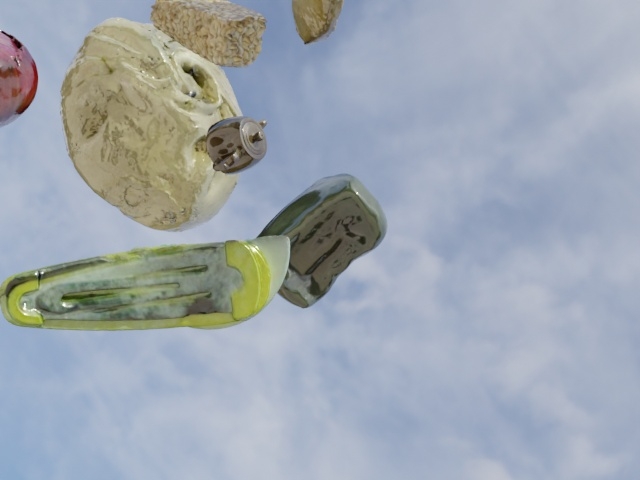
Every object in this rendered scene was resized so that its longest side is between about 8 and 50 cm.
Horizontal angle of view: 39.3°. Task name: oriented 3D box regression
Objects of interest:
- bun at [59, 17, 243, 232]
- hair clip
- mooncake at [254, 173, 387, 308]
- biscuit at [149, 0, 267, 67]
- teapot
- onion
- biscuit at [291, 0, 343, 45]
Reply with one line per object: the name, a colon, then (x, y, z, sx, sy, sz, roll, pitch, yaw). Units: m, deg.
bun: (-0.256, -0.198, 1.496, 0.234, 0.326, 0.362, -27, -103, 34)
hair clip: (-0.111, 0.033, 0.587, 0.033, 0.188, 0.060, 165, -80, -73)
mooncake: (0.000, 0.000, 1.085, 0.175, 0.168, 0.104, -34, -78, 32)
biscuit: (-0.144, -0.275, 1.153, 0.168, 0.082, 0.070, 31, -61, 35)
teapot: (-0.108, -0.129, 1.209, 0.068, 0.121, 0.076, -15, -64, 33)
onion: (-0.475, -0.199, 1.095, 0.248, 0.248, 0.161, 37, -52, 13)
biscuit: (-0.008, -0.371, 1.073, 0.141, 0.038, 0.290, 30, -46, 55)
